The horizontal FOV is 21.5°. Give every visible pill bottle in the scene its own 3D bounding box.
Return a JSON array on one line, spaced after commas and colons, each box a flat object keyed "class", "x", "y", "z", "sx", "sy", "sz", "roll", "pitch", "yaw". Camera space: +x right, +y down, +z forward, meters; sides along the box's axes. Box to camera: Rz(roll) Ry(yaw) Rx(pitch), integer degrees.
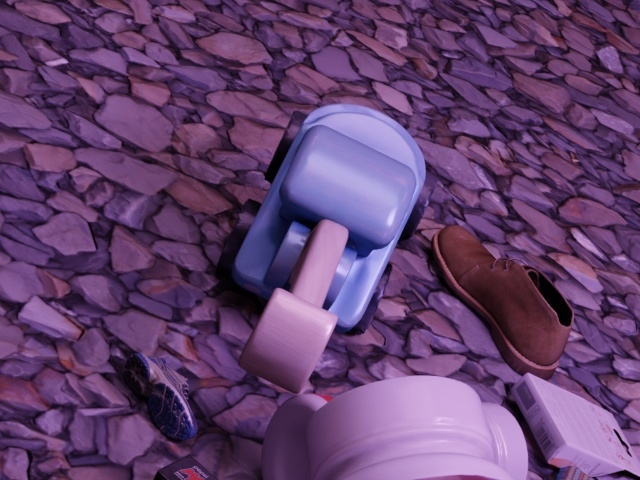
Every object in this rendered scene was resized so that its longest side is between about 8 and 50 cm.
[{"class": "pill bottle", "x": 0.107, "y": 0.347, "z": 1.639, "sx": 0.224, "sy": 0.224, "sz": 0.392, "roll": 8, "pitch": 53, "yaw": -28}, {"class": "pill bottle", "x": 0.089, "y": 0.255, "z": 1.943, "sx": 0.283, "sy": 0.161, "sz": 0.161, "roll": 3, "pitch": 37, "yaw": -35}]

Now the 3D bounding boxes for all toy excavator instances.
[{"class": "toy excavator", "x": 0.000, "y": 0.000, "z": 2.092, "sx": 0.222, "sy": 0.445, "sz": 0.433, "roll": 26, "pitch": 74, "yaw": -1}]

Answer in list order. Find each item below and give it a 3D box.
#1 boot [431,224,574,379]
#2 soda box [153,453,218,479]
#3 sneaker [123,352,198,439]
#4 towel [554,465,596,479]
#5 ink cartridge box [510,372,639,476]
[{"class": "boot", "x": 0.269, "y": 0.059, "z": 2.439, "sx": 0.112, "sy": 0.115, "sz": 0.305, "roll": 0, "pitch": 38, "yaw": -35}, {"class": "soda box", "x": -0.110, "y": 0.309, "z": 1.813, "sx": 0.169, "sy": 0.053, "sz": 0.060, "roll": 38, "pitch": 32, "yaw": 21}, {"class": "sneaker", "x": -0.173, "y": 0.179, "z": 1.971, "sx": 0.058, "sy": 0.052, "sz": 0.135, "roll": 1, "pitch": 39, "yaw": -43}, {"class": "towel", "x": 0.374, "y": 0.429, "z": 2.018, "sx": 0.271, "sy": 0.040, "sz": 0.370, "roll": 29, "pitch": 30, "yaw": 3}, {"class": "ink cartridge box", "x": 0.351, "y": 0.264, "z": 2.274, "sx": 0.179, "sy": 0.045, "sz": 0.145, "roll": 29, "pitch": 24, "yaw": -35}]
